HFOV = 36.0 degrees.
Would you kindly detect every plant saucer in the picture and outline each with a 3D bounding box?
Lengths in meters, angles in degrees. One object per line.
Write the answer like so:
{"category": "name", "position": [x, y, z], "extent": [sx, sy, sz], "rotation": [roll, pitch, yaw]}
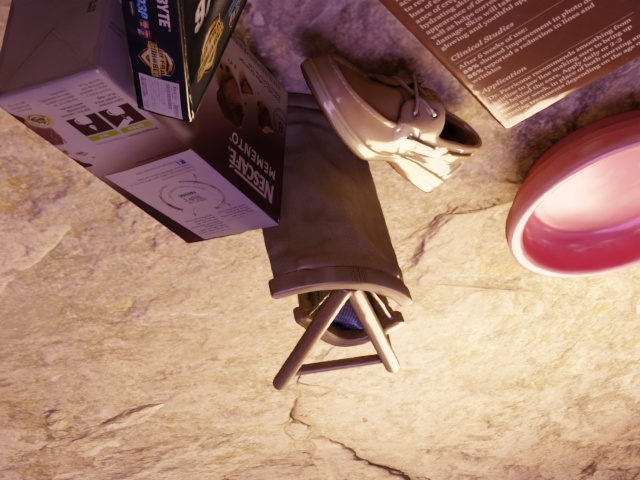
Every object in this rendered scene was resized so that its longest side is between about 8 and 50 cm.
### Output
{"category": "plant saucer", "position": [0.407, -0.068, 1.343], "extent": [0.332, 0.084, 0.332], "rotation": [-9, 147, -6]}

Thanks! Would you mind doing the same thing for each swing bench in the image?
{"category": "swing bench", "position": [0.000, 0.000, 1.141], "extent": [0.165, 0.253, 0.255], "rotation": [-8, 148, -8]}

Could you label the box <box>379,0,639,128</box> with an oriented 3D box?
{"category": "box", "position": [0.148, -0.271, 0.883], "extent": [0.191, 0.143, 0.381], "rotation": [-28, 147, 23]}

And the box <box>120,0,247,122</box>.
{"category": "box", "position": [-0.093, -0.232, 0.782], "extent": [0.051, 0.220, 0.175], "rotation": [15, 146, 6]}

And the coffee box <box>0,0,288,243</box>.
{"category": "coffee box", "position": [-0.153, -0.136, 0.935], "extent": [0.119, 0.168, 0.297], "rotation": [-11, 151, 25]}

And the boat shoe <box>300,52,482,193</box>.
{"category": "boat shoe", "position": [0.086, -0.142, 1.096], "extent": [0.098, 0.109, 0.302], "rotation": [-34, 149, 20]}
